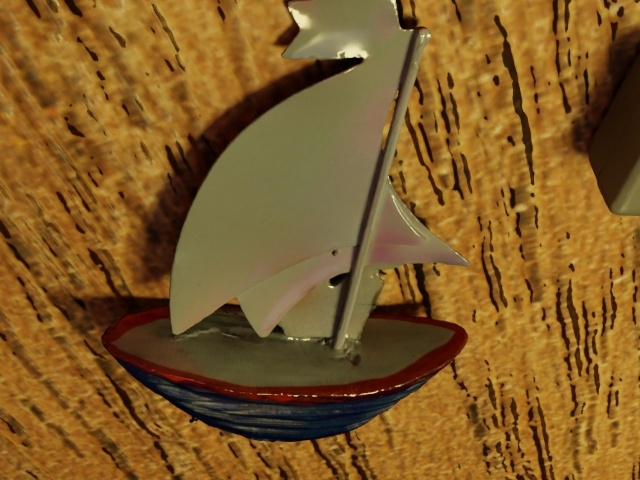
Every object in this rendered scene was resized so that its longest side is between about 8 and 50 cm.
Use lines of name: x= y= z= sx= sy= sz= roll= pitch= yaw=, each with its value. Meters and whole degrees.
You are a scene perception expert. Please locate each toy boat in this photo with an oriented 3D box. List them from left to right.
toy boat: x=-0.025 y=0.014 z=0.654 sx=0.219 sy=0.072 sz=0.318 roll=-17 pitch=137 yaw=-1

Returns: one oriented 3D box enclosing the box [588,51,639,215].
box: x=0.281 y=-0.060 z=0.657 sx=0.244 sy=0.055 sz=0.103 roll=1 pitch=138 yaw=-16
